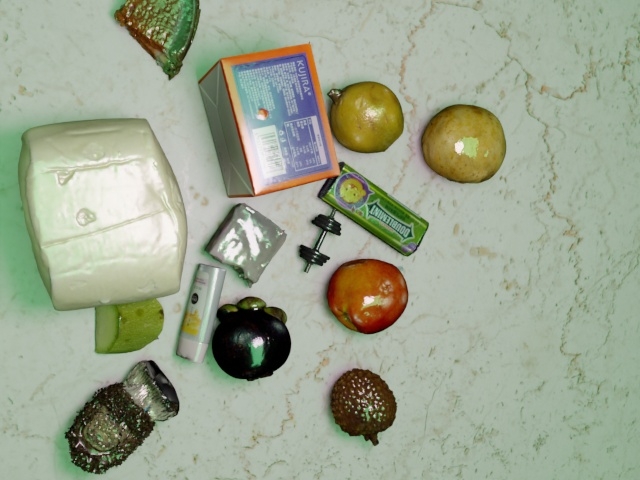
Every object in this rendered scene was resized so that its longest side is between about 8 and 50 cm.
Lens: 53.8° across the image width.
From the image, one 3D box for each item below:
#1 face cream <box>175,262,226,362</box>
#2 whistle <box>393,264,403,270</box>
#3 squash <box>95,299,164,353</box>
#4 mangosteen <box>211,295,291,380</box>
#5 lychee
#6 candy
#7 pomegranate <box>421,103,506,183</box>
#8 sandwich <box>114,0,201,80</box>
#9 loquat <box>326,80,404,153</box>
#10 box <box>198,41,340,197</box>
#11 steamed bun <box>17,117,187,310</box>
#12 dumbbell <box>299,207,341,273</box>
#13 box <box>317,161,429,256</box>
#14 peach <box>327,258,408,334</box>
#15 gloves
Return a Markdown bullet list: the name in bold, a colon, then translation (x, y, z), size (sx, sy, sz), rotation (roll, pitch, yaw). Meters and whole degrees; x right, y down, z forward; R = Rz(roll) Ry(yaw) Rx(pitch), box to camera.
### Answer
- **face cream**: translation (-0.332, 0.202, 1.758), size (0.073, 0.107, 0.269), rotation (16, 86, -42)
- **whistle**: translation (0.214, 0.095, 1.981), size (0.100, 0.035, 0.035), rotation (-7, 95, -20)
- **squash**: translation (-0.513, 0.219, 1.703), size (0.184, 0.085, 0.191), rotation (-1, 95, -19)
- **mangosteen**: translation (-0.193, 0.273, 1.761), size (0.243, 0.243, 0.242), rotation (-1, 93, -20)
- **lychee**: translation (0.132, 0.503, 1.896), size (0.200, 0.200, 0.238), rotation (-14, 86, -18)
- **candy**: translation (-0.205, 0.007, 1.774), size (0.185, 0.137, 0.195), rotation (37, 79, -18)
- **pomegranate**: translation (0.440, -0.293, 1.934), size (0.261, 0.260, 0.260), rotation (-1, 93, -20)
- **sandwich**: translation (-0.416, -0.609, 1.677), size (0.212, 0.109, 0.292), rotation (28, 84, -19)
- **loquat**: translation (0.120, -0.369, 1.831), size (0.246, 0.213, 0.213), rotation (32, 82, -25)
- **box**: translation (-0.138, -0.308, 1.682), size (0.257, 0.319, 0.348), rotation (-16, 98, -18)
- **steamed bun**: translation (-0.536, -0.069, 1.575), size (0.372, 0.290, 0.455), rotation (-9, 98, -24)
- **dumbbell**: translation (0.000, 0.000, 1.862), size (0.099, 0.099, 0.208), rotation (25, 89, -19)
- **box**: translation (0.167, -0.091, 1.920), size (0.346, 0.097, 0.134), rotation (34, 82, -18)
- **peach**: translation (0.141, 0.159, 1.875), size (0.244, 0.199, 0.243), rotation (4, 65, -9)
- **gloves**: translation (-0.530, 0.480, 1.684), size (0.312, 0.135, 0.210), rotation (-34, 103, -15)
